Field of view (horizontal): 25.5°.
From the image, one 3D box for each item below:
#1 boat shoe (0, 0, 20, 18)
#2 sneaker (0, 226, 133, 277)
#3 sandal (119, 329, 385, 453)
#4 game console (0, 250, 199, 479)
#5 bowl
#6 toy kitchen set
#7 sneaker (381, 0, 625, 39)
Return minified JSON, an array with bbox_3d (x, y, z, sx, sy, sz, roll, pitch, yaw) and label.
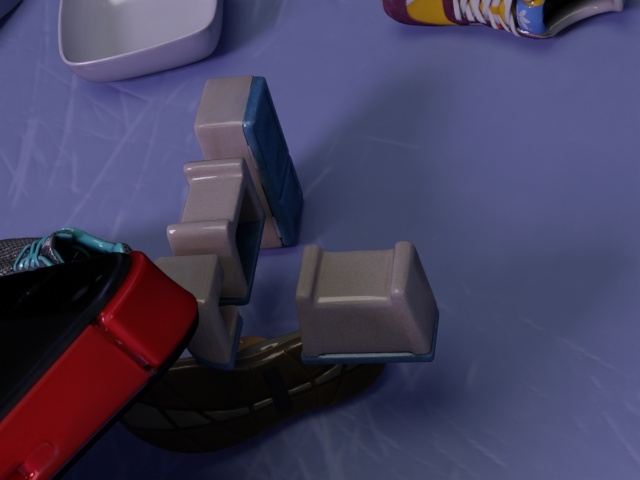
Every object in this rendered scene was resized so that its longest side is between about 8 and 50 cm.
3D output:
[{"bbox_3d":[-0.329,-0.206,1.246,0.076,0.080,0.229,16,70,28],"label":"boat shoe"},{"bbox_3d":[-0.186,0.015,1.023,0.166,0.076,0.065,8,57,25],"label":"sneaker"},{"bbox_3d":[-0.046,0.088,0.926,0.180,0.072,0.049,-17,29,-5],"label":"sandal"},{"bbox_3d":[-0.254,0.146,0.822,0.342,0.060,0.386,-50,19,-25],"label":"game console"},{"bbox_3d":[-0.143,-0.190,1.175,0.142,0.053,0.142,-12,52,11],"label":"bowl"},{"bbox_3d":[0.000,0.000,0.923,0.166,0.122,0.207,-3,47,14],"label":"toy kitchen set"},{"bbox_3d":[0.136,-0.187,1.058,0.185,0.070,0.084,-13,46,13],"label":"sneaker"}]
